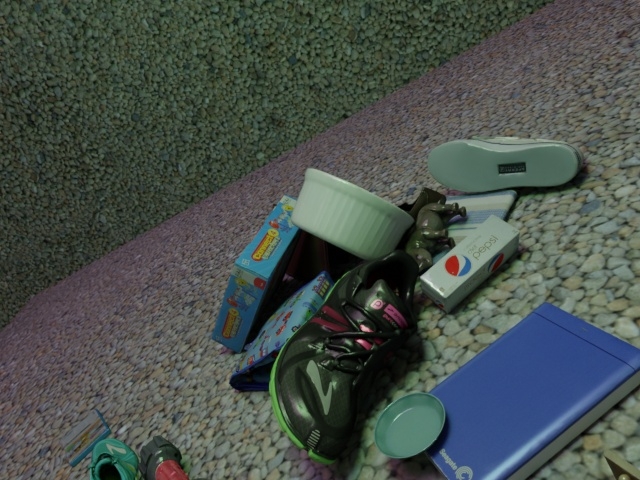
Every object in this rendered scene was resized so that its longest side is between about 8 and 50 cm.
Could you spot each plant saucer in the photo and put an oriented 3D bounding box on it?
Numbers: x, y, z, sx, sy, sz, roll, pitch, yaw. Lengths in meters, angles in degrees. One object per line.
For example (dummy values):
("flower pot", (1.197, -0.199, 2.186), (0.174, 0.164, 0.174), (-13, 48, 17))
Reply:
("plant saucer", (0.138, 0.285, 0.828), (0.119, 0.021, 0.119), (-28, 23, 13))

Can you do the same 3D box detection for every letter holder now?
("letter holder", (0.000, 0.000, 1.566), (0.152, 0.214, 0.302), (-8, 9, -29))

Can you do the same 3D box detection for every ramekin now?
("ramekin", (0.064, -0.048, 1.272), (0.135, 0.277, 0.277), (-63, 25, 1))

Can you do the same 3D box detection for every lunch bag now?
("lunch bag", (-0.086, 0.225, 1.242), (0.293, 0.138, 0.221), (-25, 25, 42))

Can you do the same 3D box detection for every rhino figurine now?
("rhino figurine", (0.246, -0.003, 1.236), (0.106, 0.073, 0.243), (-4, 39, 38))

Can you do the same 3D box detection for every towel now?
("towel", (0.328, -0.019, 1.292), (0.209, 0.034, 0.285), (-4, 38, 45))

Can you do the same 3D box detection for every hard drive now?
("hard drive", (0.292, 0.233, 0.817), (0.319, 0.040, 0.210), (-36, 23, -7))

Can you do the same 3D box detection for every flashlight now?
("flashlight", (-0.264, 0.452, 1.019), (0.103, 0.103, 0.304), (-44, 26, -22))

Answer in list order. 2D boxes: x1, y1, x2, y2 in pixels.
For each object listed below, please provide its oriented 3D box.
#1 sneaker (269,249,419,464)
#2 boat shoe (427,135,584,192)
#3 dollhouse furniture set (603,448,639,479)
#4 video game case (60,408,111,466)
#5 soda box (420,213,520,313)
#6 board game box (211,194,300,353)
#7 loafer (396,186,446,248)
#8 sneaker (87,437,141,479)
("sneaker", (0.060, 0.174, 1.005), (0.202, 0.185, 0.483), (-48, 9, 43))
("boat shoe", (0.457, -0.203, 1.347), (0.367, 0.136, 0.156), (2, 18, 38))
("dollhouse furniture set", (0.299, 0.324, 0.517), (0.151, 0.123, 0.144), (-37, 23, -10))
("video game case", (-0.632, 0.525, 1.462), (0.119, 0.015, 0.166), (-42, 24, -23))
("soda box", (0.306, 0.047, 1.110), (0.216, 0.069, 0.074), (-38, 53, -14))
("board game box", (-0.151, 0.085, 1.415), (0.302, 0.086, 0.308), (-61, -4, -49))
("loafer", (0.220, -0.059, 1.393), (0.220, 0.078, 0.080), (-45, 8, 25))
("sneaker", (-0.437, 0.487, 1.149), (0.107, 0.110, 0.275), (-26, 20, -22))
